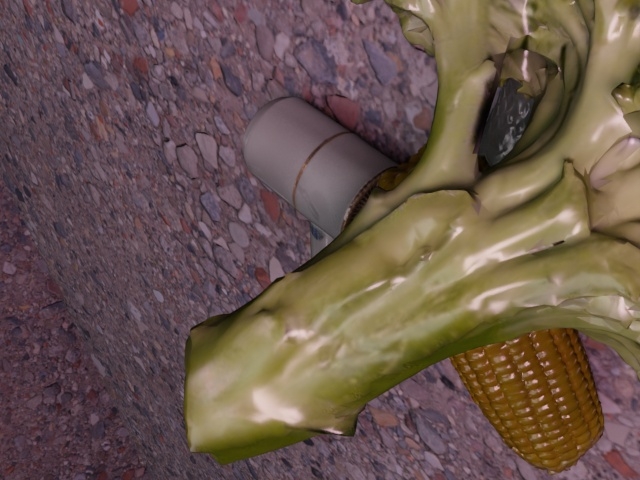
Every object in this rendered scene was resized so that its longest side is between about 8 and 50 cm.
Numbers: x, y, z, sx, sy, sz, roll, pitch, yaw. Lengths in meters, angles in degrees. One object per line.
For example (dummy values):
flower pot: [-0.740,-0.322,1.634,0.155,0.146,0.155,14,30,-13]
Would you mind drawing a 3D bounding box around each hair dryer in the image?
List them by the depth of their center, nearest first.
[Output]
hair dryer: [0.000,0.000,0.886,0.173,0.107,0.357,40,151,27]

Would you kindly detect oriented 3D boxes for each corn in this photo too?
corn: [0.171,0.067,0.686,0.131,0.131,0.344,-13,110,56]

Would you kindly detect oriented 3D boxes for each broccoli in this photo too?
broccoli: [0.127,0.030,0.411,0.353,0.397,0.275,32,174,40]

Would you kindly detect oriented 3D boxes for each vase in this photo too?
vase: [0.170,-0.132,0.556,0.081,0.081,0.148,32,138,32]
